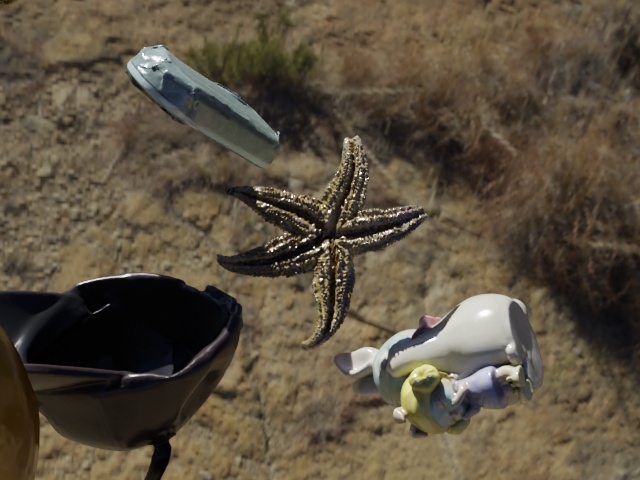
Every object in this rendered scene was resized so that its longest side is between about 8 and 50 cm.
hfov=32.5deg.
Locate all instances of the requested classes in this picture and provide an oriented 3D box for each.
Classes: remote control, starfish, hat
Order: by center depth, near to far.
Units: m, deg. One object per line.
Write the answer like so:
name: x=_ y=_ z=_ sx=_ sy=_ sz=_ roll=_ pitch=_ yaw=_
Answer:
starfish: x=0.000 y=0.000 z=1.201 sx=0.227 sy=0.043 sz=0.240 roll=3 pitch=74 yaw=11
hat: x=-0.258 y=0.167 z=1.227 sx=0.336 sy=0.209 sz=0.238 roll=-8 pitch=29 yaw=-25
remote control: x=-0.127 y=-0.151 z=1.263 sx=0.104 sy=0.052 sz=0.247 roll=49 pitch=12 yaw=31

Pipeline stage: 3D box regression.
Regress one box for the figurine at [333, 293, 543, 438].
figurine: x=0.122 y=0.154 z=1.227 sx=0.235 sy=0.127 sz=0.155 roll=-22 pitch=40 yaw=23

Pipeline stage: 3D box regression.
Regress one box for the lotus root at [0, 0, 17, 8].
lotus root: x=-0.307 y=-0.242 z=0.836 sx=0.152 sy=0.160 sz=0.275 roll=-40 pitch=31 yaw=-29

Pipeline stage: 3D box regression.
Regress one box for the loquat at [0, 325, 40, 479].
loquat: x=-0.384 y=0.166 z=0.860 sx=0.328 sy=0.328 sz=0.328 roll=8 pitch=46 yaw=-8
